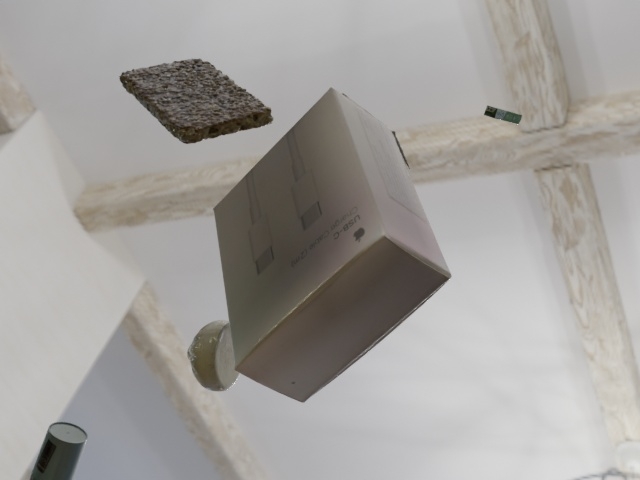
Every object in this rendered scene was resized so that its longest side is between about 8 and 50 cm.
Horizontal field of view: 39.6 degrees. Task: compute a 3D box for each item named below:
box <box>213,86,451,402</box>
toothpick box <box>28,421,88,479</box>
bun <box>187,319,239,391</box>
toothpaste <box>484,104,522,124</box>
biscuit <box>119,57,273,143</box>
[{"bbox_3d":[0.000,0.000,0.895,0.106,0.251,0.203,31,-62,-34],"label":"box"},{"bbox_3d":[-0.325,0.273,1.100,0.052,0.052,0.083,22,-79,1],"label":"toothpick box"},{"bbox_3d":[-0.211,0.219,1.697,0.094,0.138,0.138,-1,-51,18],"label":"bun"},{"bbox_3d":[0.279,-0.191,1.357,0.020,0.083,0.017,27,-75,36],"label":"toothpaste"},{"bbox_3d":[-0.165,-0.187,1.150,0.231,0.131,0.025,40,-40,47],"label":"biscuit"}]
